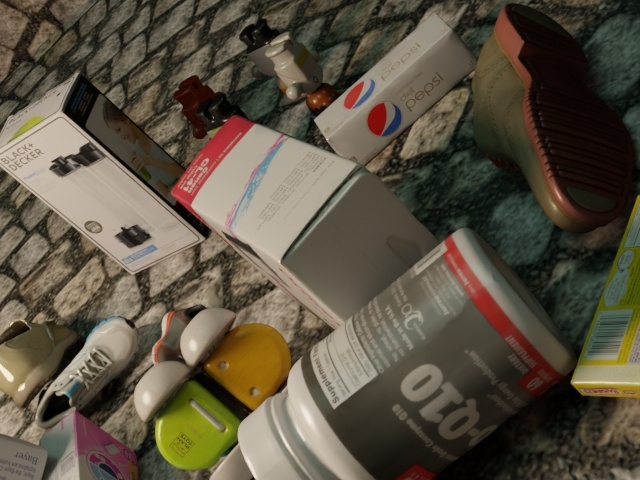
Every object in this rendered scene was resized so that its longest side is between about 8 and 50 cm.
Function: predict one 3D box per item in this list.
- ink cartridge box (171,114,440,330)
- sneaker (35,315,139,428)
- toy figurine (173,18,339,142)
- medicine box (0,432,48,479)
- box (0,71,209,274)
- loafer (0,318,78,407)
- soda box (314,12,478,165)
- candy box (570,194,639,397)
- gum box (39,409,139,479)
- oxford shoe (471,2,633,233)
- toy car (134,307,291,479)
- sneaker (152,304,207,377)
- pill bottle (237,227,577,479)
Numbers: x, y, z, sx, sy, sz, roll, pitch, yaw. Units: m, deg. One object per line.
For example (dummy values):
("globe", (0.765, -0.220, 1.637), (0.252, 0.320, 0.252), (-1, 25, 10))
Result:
("ink cartridge box", (0.000, 0.000, 1.238), (0.131, 0.226, 0.306), (-49, 29, -5))
("sneaker", (-0.314, 0.185, 1.544), (0.191, 0.071, 0.083), (-50, 5, 8))
("toy figurine", (-0.088, -0.203, 1.685), (0.209, 0.148, 0.213), (-43, 27, -6))
("medicine box", (-0.463, 0.364, 1.348), (0.263, 0.149, 0.289), (-17, 55, 57))
("box", (-0.310, -0.090, 1.668), (0.169, 0.290, 0.087), (-23, 37, 33))
("loafer", (-0.416, 0.155, 1.650), (0.102, 0.092, 0.268), (-47, 10, -1))
("soda box", (0.098, -0.193, 1.505), (0.216, 0.069, 0.074), (-42, 30, 9))
("candy box", (0.291, 0.041, 0.979), (0.105, 0.027, 0.206), (-3, 50, 46))
("gum box", (-0.262, 0.296, 1.326), (0.062, 0.107, 0.188), (-40, 30, 10))
("oxford shoe", (0.235, -0.110, 1.224), (0.348, 0.123, 0.130), (-91, 26, -49))
("toy car", (-0.104, 0.172, 1.268), (0.182, 0.159, 0.136), (-50, -4, -6))
("sneaker", (-0.169, 0.133, 1.458), (0.064, 0.061, 0.158), (-28, 35, 17))
("pill bottle", (0.074, 0.135, 1.047), (0.283, 0.161, 0.161), (-40, 30, 11))
